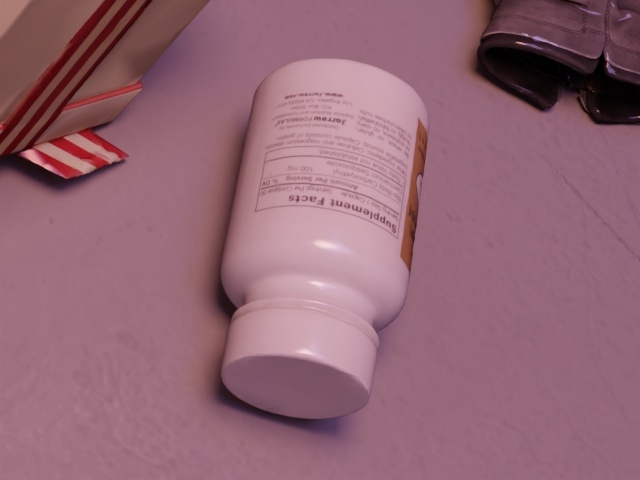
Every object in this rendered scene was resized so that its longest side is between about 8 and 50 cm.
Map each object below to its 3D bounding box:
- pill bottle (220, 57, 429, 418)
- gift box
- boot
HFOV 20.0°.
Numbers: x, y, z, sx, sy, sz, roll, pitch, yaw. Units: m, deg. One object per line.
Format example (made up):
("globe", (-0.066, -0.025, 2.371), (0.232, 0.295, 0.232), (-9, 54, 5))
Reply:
("pill bottle", (0.000, 0.000, 1.260), (0.131, 0.131, 0.229), (18, 60, -15))
("gift box", (-0.206, -0.190, 1.195), (0.276, 0.258, 0.255), (-16, 70, -50))
("boot", (0.153, -0.240, 1.465), (0.338, 0.118, 0.222), (19, 64, -10))
